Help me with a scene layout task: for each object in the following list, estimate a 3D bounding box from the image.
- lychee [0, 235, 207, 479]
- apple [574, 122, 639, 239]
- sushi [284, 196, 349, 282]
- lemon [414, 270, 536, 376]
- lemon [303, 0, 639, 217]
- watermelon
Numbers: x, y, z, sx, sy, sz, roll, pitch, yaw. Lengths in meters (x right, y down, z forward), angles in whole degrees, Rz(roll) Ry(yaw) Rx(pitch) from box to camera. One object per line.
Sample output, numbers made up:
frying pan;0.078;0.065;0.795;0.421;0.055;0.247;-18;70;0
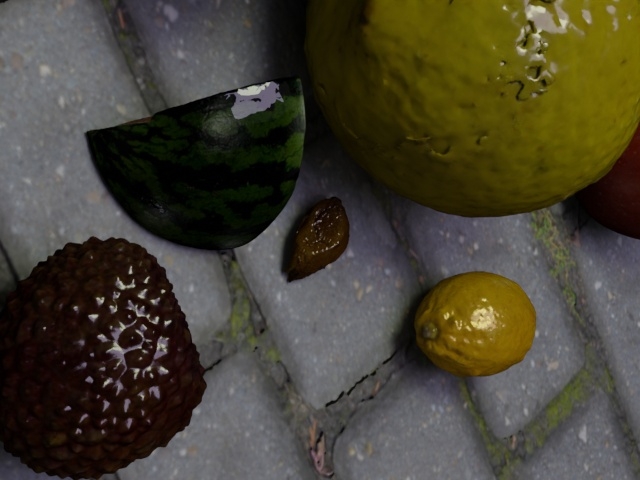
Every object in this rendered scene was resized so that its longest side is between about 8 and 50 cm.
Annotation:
lychee;-0.192;0.101;1.275;0.188;0.188;0.188;5;83;-43
apple;0.396;-0.107;1.822;0.218;0.201;0.218;11;72;-38
sushi;0.000;0.000;1.541;0.050;0.047;0.099;35;69;13
lemon;0.158;0.088;1.637;0.155;0.114;0.114;-1;87;-42
lemon;0.167;-0.196;1.522;0.387;0.350;0.349;4;84;-46
watermelon;-0.088;-0.077;1.401;0.193;0.145;0.137;37;58;-34
